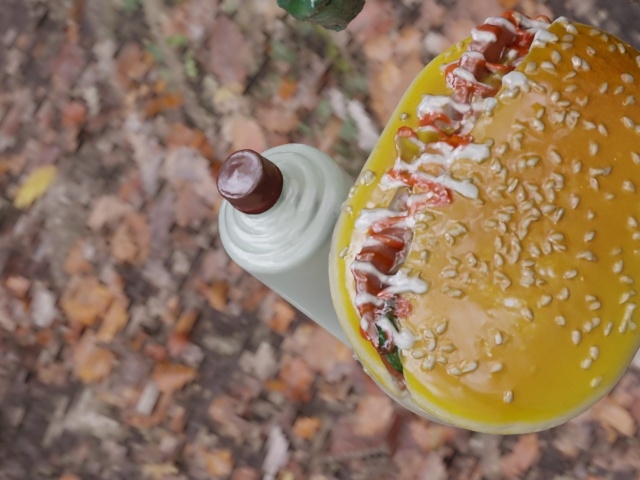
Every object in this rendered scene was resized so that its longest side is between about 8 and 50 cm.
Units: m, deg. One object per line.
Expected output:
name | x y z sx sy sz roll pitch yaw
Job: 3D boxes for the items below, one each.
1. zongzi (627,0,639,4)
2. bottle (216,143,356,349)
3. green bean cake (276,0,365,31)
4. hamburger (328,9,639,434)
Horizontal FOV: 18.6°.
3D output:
zongzi | 0.303 -0.214 1.365 0.319 0.383 0.362 -32 90 6
bottle | 0.000 0.000 1.457 0.104 0.245 0.104 -13 60 24
green bean cake | -0.019 -0.307 1.670 0.208 0.107 0.193 38 107 18
hamburger | 0.135 -0.008 1.337 0.227 0.151 0.295 29 69 0
